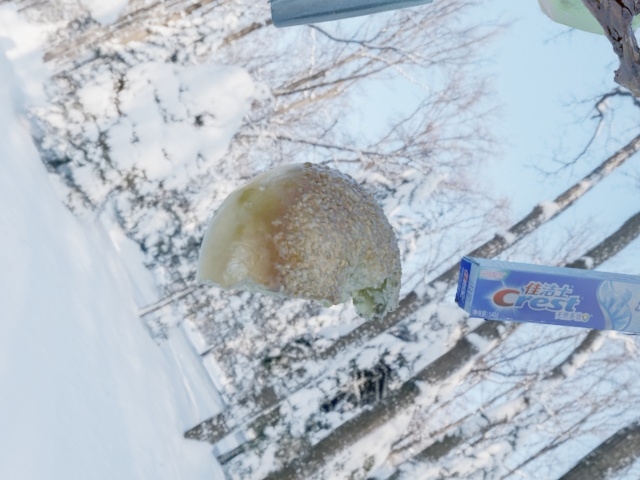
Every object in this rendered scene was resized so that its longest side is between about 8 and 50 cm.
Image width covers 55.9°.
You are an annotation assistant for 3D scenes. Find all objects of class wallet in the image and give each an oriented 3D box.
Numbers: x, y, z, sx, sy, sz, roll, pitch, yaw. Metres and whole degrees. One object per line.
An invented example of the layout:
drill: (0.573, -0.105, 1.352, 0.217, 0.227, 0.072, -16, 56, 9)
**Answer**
wallet: (0.058, -0.440, 0.975, 0.290, 0.252, 0.054, -83, 161, -43)

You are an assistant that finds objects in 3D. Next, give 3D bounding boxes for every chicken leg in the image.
chicken leg: (0.541, -0.400, 1.095, 0.113, 0.093, 0.304, 2, -53, 51)

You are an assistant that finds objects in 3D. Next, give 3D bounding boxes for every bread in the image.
bread: (0.003, -0.003, 0.799, 0.171, 0.191, 0.314, 2, -11, 45)

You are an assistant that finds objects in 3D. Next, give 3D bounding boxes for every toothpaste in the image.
toothpaste: (0.298, 0.067, 0.715, 0.053, 0.273, 0.066, -126, -136, -75)

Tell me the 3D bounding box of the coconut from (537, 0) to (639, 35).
coconut: (0.569, -0.586, 1.213, 0.329, 0.281, 0.328, 29, -34, 22)
